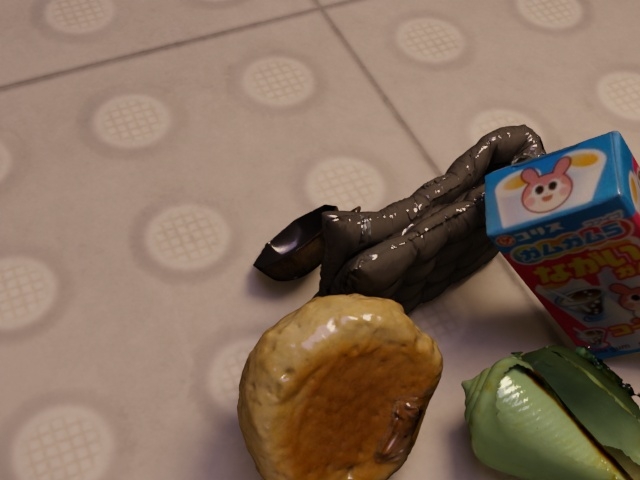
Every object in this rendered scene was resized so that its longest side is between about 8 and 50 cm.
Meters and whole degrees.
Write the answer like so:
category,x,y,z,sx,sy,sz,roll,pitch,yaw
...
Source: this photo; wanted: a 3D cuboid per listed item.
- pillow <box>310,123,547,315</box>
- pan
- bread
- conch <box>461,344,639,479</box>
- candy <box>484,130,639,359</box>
category,x,y,z,sx,sy,sz,roll,pitch,yaw
pillow,0.129,-0.001,1.157,0.326,0.228,0.101,-27,66,-24
pan,-0.012,0.011,1.185,0.128,0.202,0.048,-43,104,-8
bread,0.017,0.165,1.032,0.244,0.244,0.134,-19,22,-18
conch,0.281,0.203,1.055,0.251,0.137,0.143,8,53,12
candy,0.327,0.019,1.092,0.157,0.306,0.100,-17,46,30
